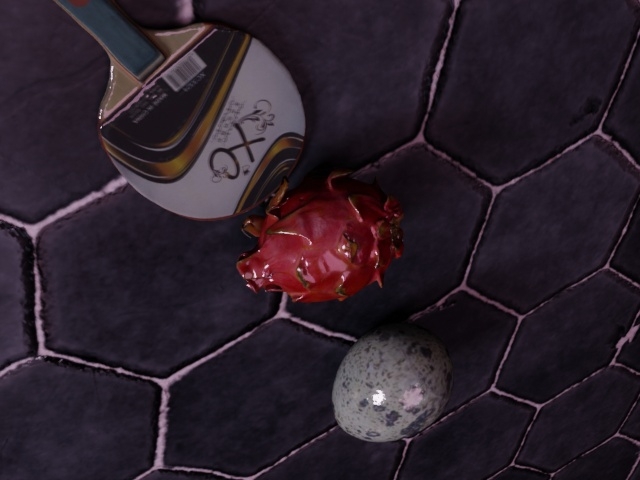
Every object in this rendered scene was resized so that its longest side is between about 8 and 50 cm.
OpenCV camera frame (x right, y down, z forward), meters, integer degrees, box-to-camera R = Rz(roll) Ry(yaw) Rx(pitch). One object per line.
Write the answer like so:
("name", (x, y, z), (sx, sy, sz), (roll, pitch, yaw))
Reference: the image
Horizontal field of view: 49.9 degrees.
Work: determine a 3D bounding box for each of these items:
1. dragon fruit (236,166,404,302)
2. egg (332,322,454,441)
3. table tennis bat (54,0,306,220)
("dragon fruit", (0.000, 0.000, 0.673), (0.165, 0.136, 0.133), (-26, 173, 1))
("egg", (0.084, 0.176, 0.839), (0.132, 0.132, 0.172), (23, 124, -38))
("table tennis bat", (-0.123, -0.128, 0.581), (0.173, 0.022, 0.301), (-40, 134, 3))
